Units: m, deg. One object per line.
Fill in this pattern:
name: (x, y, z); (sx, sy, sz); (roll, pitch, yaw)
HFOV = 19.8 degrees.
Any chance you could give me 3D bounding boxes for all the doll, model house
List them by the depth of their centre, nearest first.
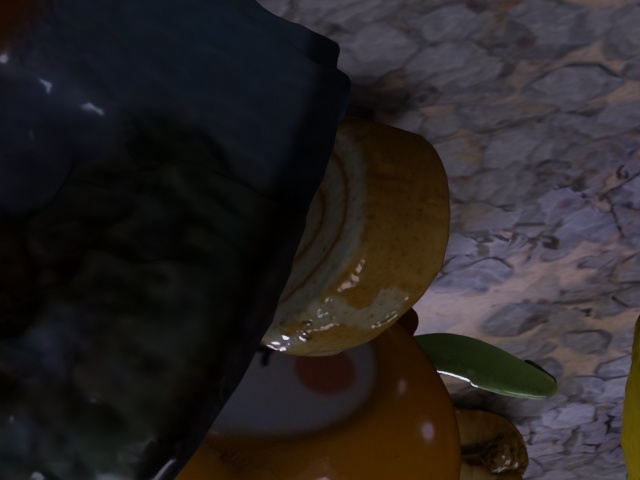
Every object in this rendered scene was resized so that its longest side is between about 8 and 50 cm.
model house: (-0.221, -0.017, 0.770); (0.339, 0.297, 0.360); (35, 137, -11)
doll: (0.003, 0.112, 1.136); (0.236, 0.213, 0.213); (-40, 170, -37)

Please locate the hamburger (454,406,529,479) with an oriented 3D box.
hamburger: (0.087, 0.179, 1.372); (0.147, 0.083, 0.138); (-14, 155, 10)

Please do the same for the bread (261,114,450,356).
bread: (0.000, 0.000, 0.980); (0.073, 0.122, 0.149); (16, 140, -34)

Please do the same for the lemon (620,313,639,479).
lemon: (0.344, 0.100, 1.056); (0.348, 0.348, 0.348); (-8, 151, -5)

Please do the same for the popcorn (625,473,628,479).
popcorn: (0.344, 0.216, 1.408); (0.233, 0.192, 0.266); (-23, 166, 10)
